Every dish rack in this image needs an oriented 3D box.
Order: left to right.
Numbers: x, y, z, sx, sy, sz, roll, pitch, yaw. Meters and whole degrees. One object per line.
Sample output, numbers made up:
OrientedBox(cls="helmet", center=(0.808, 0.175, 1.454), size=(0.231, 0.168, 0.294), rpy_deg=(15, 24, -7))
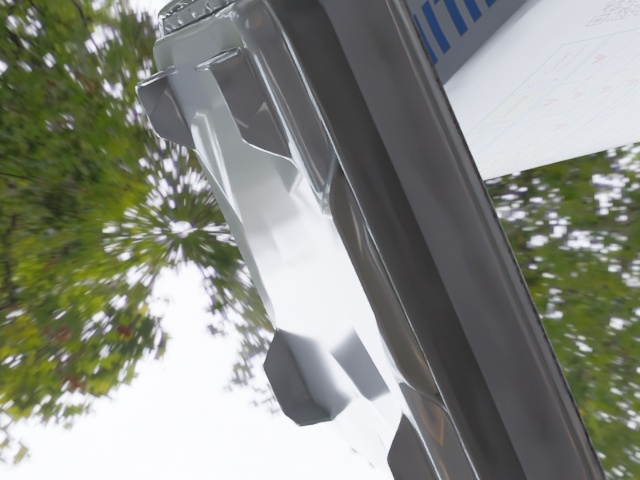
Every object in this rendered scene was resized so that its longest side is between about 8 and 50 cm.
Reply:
OrientedBox(cls="dish rack", center=(0.000, 0.000, 0.669), size=(0.072, 0.333, 0.285), rpy_deg=(-25, -81, -11))

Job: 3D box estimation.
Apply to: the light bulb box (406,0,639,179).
OrientedBox(cls="light bulb box", center=(0.160, -0.199, 0.874), size=(0.361, 0.358, 0.225), rpy_deg=(-14, -104, -26))
